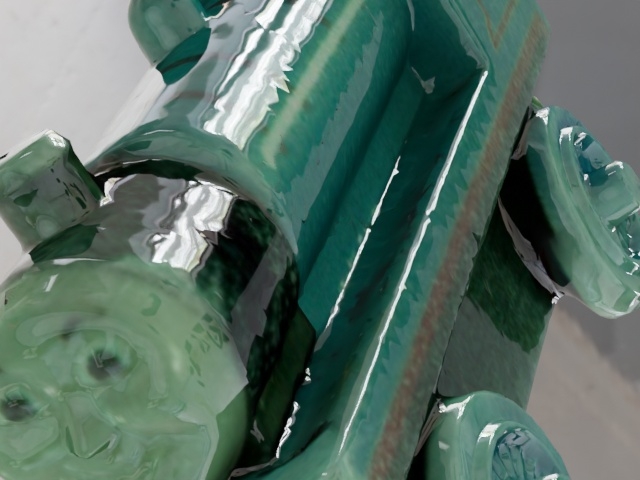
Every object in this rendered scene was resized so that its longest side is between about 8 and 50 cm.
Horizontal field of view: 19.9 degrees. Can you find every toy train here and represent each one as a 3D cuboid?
[{"bbox_3d":[0.000,0.000,0.503,0.194,0.120,0.298,56,28,-19],"label":"toy train"}]
